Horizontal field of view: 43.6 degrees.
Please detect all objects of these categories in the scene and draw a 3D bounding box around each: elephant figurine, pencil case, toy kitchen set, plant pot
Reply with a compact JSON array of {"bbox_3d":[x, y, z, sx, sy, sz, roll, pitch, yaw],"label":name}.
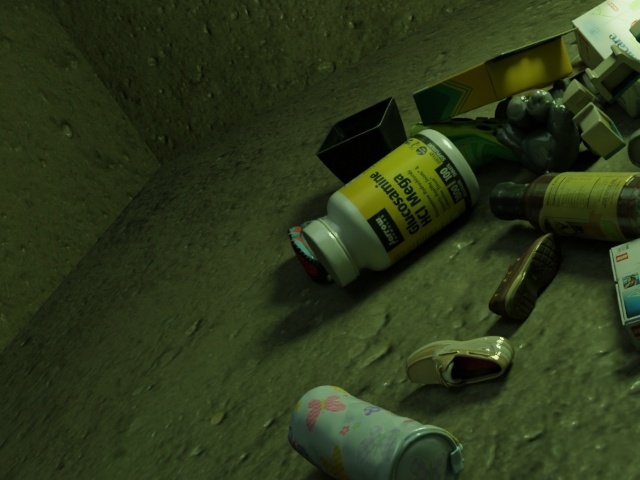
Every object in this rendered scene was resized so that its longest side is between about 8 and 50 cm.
[{"bbox_3d":[0.464,-0.210,1.539,0.169,0.186,0.239,29,22,33],"label":"elephant figurine"},{"bbox_3d":[0.067,0.273,1.074,0.124,0.113,0.273,-32,18,-27],"label":"pencil case"},{"bbox_3d":[0.531,-0.244,1.326,0.207,0.122,0.166,-45,25,28],"label":"toy kitchen set"},{"bbox_3d":[0.127,-0.225,2.018,0.187,0.167,0.188,-21,25,28],"label":"plant pot"}]

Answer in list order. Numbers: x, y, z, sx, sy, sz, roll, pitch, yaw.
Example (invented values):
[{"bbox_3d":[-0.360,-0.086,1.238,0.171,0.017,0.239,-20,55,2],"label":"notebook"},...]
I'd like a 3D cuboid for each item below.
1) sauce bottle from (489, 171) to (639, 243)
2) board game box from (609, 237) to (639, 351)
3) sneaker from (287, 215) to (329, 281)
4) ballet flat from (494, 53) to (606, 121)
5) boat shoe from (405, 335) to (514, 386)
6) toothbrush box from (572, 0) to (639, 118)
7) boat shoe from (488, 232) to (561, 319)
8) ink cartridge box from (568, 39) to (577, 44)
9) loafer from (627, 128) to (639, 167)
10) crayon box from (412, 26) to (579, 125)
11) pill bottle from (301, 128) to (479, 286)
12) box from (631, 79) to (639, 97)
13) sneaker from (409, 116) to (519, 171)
[{"bbox_3d":[0.416,-0.058,1.311,0.111,0.111,0.344,-40,20,-18],"label":"sauce bottle"},{"bbox_3d":[0.537,0.023,1.029,0.305,0.053,0.193,-23,22,25],"label":"board game box"},{"bbox_3d":[0.000,0.000,1.793,0.125,0.104,0.262,-30,21,1],"label":"sneaker"},{"bbox_3d":[0.541,-0.317,1.727,0.342,0.116,0.124,-26,42,18],"label":"ballet flat"},{"bbox_3d":[0.195,0.182,1.160,0.170,0.063,0.059,-19,19,31],"label":"boat shoe"},{"bbox_3d":[0.678,-0.408,1.567,0.283,0.122,0.206,-30,55,10],"label":"toothbrush box"},{"bbox_3d":[0.322,0.052,1.263,0.060,0.064,0.178,-3,39,50],"label":"boat shoe"},{"bbox_3d":[0.689,-0.492,1.769,0.225,0.056,0.181,-8,-3,-19],"label":"ink cartridge box"},{"bbox_3d":[0.591,-0.129,1.210,0.111,0.112,0.319,-32,19,-21],"label":"loafer"},{"bbox_3d":[0.360,-0.328,1.639,0.203,0.083,0.323,-22,5,-23],"label":"crayon box"},{"bbox_3d":[0.137,-0.059,1.605,0.334,0.188,0.188,-36,21,-7],"label":"pill bottle"},{"bbox_3d":[0.731,-0.330,1.367,0.322,0.058,0.232,-42,41,-1],"label":"box"},{"bbox_3d":[0.337,-0.203,1.758,0.295,0.123,0.109,12,33,38],"label":"sneaker"}]
